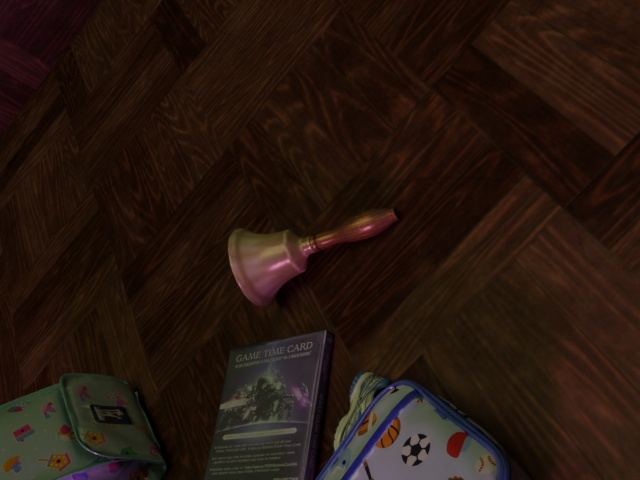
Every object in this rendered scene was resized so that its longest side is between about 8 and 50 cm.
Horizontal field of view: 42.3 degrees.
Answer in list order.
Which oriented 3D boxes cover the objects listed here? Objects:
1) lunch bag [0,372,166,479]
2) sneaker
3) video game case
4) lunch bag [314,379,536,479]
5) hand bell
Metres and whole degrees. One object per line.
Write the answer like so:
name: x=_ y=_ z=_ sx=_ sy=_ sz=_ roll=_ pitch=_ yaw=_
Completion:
lunch bag: x=-0.393 y=0.333 z=1.304 sx=0.262 sy=0.160 sz=0.223 roll=-21 pitch=37 yaw=-19
sneaker: x=0.058 y=0.227 z=1.019 sx=0.058 sy=0.052 sz=0.135 roll=-2 pitch=66 yaw=41
video game case: x=-0.078 y=0.266 z=1.145 sx=0.196 sy=0.026 sz=0.274 roll=-16 pitch=52 yaw=39
lunch bag: x=0.072 y=0.313 z=0.883 sx=0.303 sy=0.115 sz=0.243 roll=-52 pitch=36 yaw=-2
hand bell: x=0.000 y=0.000 z=1.197 sx=0.242 sy=0.126 sz=0.126 roll=-22 pitch=51 yaw=22
